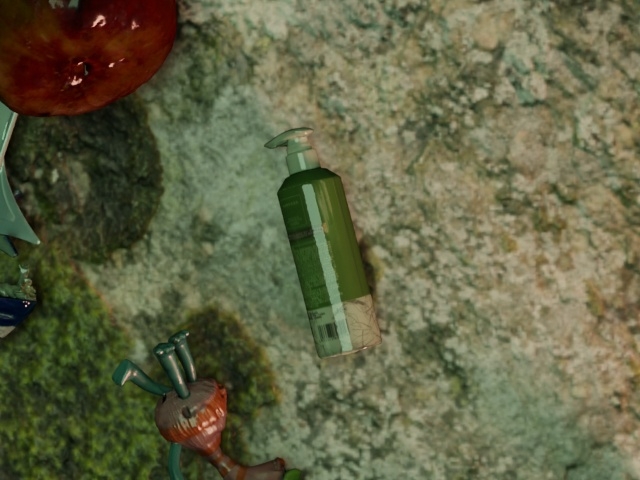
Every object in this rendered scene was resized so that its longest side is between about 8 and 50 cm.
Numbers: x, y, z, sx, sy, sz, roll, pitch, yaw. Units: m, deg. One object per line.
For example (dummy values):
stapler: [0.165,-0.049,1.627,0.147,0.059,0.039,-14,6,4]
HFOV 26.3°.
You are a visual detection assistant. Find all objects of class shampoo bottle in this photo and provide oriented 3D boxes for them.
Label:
shampoo bottle: [0.000,0.000,1.215,0.065,0.065,0.204,-15,88,9]

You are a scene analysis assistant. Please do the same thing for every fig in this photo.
fig: [-0.245,-0.254,1.195,0.191,0.190,0.290,-24,87,9]

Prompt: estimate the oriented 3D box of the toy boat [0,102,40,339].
toy boat: [-0.329,-0.021,1.268,0.210,0.070,0.291,42,94,5]

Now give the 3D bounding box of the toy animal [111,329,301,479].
toy animal: [-0.100,0.182,1.213,0.103,0.100,0.208,-39,98,-30]
